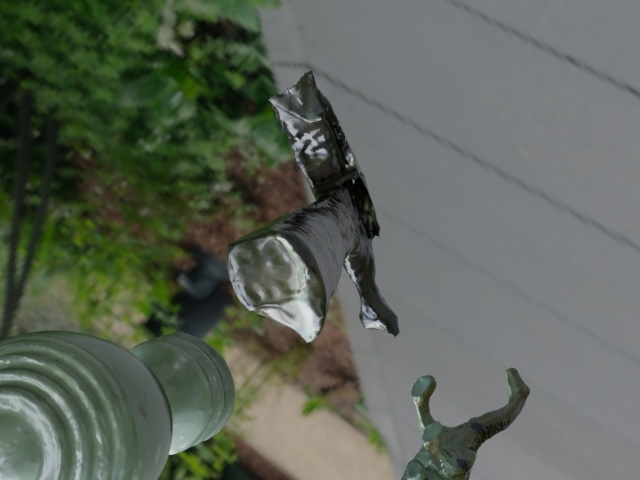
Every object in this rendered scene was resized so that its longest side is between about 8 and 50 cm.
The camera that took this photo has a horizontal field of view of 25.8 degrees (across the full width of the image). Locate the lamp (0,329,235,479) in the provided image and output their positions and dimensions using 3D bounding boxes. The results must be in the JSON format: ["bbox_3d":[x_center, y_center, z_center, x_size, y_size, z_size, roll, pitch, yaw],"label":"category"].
[{"bbox_3d":[-0.107,0.090,0.699,0.106,0.106,0.193,34,-164,18],"label":"lamp"}]

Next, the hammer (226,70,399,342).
[{"bbox_3d":[0.001,0.000,0.500,0.297,0.027,0.125,-52,-58,-82],"label":"hammer"}]

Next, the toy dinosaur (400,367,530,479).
[{"bbox_3d":[0.041,0.106,0.597,0.037,0.180,0.058,-9,123,52],"label":"toy dinosaur"}]
